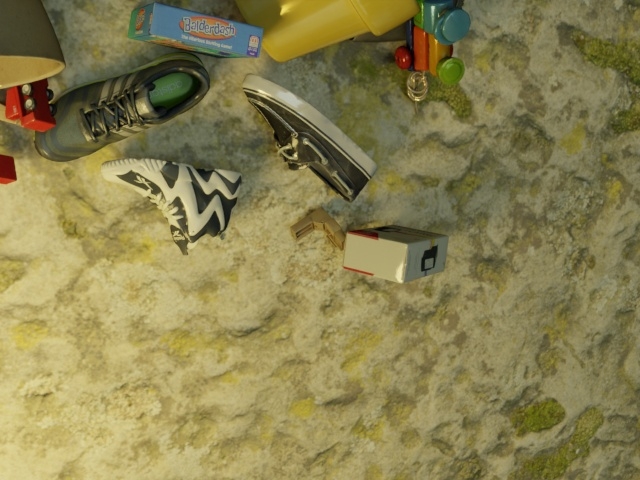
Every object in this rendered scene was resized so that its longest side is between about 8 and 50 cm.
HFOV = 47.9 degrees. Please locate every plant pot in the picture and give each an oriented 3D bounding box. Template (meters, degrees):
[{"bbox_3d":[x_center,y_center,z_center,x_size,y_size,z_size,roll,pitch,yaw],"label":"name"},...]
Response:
[{"bbox_3d":[-0.004,-0.409,1.132,0.239,0.254,0.254,-29,115,15],"label":"plant pot"}]

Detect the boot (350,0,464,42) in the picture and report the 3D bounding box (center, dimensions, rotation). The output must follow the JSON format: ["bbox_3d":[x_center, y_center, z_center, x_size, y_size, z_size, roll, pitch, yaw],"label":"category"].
[{"bbox_3d":[0.156,-0.443,1.300,0.208,0.076,0.190,4,101,-18],"label":"boot"}]

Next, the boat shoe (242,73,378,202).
[{"bbox_3d":[-0.030,-0.171,1.264,0.301,0.108,0.102,36,85,-33],"label":"boat shoe"}]

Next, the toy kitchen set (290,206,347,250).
[{"bbox_3d":[0.000,0.000,1.335,0.075,0.083,0.068,-33,154,-13],"label":"toy kitchen set"}]

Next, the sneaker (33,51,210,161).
[{"bbox_3d":[-0.304,-0.211,1.120,0.299,0.121,0.111,-31,112,-13],"label":"sneaker"}]

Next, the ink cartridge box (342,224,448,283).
[{"bbox_3d":[0.141,0.021,1.326,0.175,0.127,0.072,-10,109,-56],"label":"ink cartridge box"}]

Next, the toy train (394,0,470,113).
[{"bbox_3d":[0.204,-0.310,1.265,0.105,0.143,0.248,-16,127,-12],"label":"toy train"}]

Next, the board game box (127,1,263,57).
[{"bbox_3d":[-0.196,-0.315,1.094,0.160,0.210,0.047,6,100,-25],"label":"board game box"}]

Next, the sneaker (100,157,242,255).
[{"bbox_3d":[-0.249,-0.053,1.196,0.234,0.094,0.153,5,92,-34],"label":"sneaker"}]

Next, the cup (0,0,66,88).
[{"bbox_3d":[-0.501,-0.307,0.866,0.331,0.331,0.237,-12,98,-20],"label":"cup"}]

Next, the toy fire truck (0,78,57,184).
[{"bbox_3d":[-0.463,-0.194,1.076,0.135,0.047,0.192,-19,79,23],"label":"toy fire truck"}]
